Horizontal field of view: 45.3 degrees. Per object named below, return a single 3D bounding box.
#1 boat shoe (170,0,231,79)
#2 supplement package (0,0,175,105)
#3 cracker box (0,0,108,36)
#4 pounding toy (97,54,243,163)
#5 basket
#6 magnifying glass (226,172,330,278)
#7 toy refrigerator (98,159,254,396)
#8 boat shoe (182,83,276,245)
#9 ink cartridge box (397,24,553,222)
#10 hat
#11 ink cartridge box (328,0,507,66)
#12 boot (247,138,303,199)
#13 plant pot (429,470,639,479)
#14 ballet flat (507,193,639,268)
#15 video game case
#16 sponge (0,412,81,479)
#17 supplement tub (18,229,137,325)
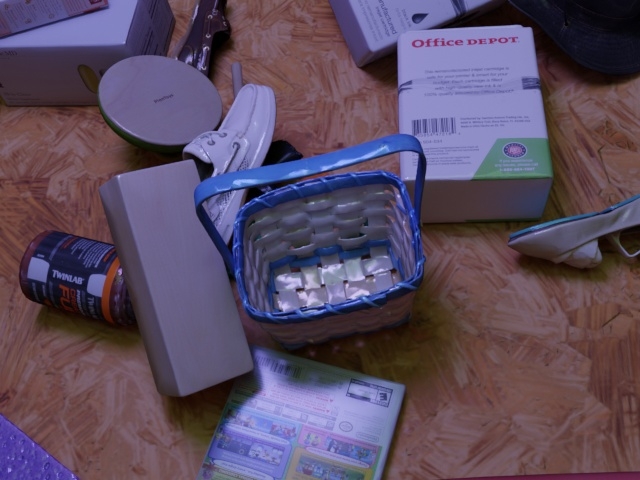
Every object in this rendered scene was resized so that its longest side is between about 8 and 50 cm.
[{"bbox_3d":[-0.186,-0.346,1.290,0.073,0.073,0.207,11,68,12],"label":"boat shoe"},{"bbox_3d":[-0.402,-0.345,1.271,0.262,0.145,0.204,1,59,8],"label":"supplement package"},{"bbox_3d":[-0.458,-0.404,1.189,0.232,0.067,0.155,-17,58,-2],"label":"cracker box"},{"bbox_3d":[-0.226,-0.183,1.185,0.237,0.110,0.183,-3,57,-24],"label":"pounding toy"},{"bbox_3d":[0.000,0.000,0.923,0.255,0.289,0.201,-11,58,-1],"label":"basket"},{"bbox_3d":[-0.079,-0.029,1.110,0.231,0.026,0.092,-40,62,-14],"label":"magnifying glass"},{"bbox_3d":[-0.180,0.047,0.948,0.102,0.094,0.269,-17,92,-32],"label":"toy refrigerator"},{"bbox_3d":[-0.142,-0.109,1.059,0.098,0.096,0.277,-11,57,54],"label":"boat shoe"},{"bbox_3d":[0.211,-0.168,1.102,0.198,0.114,0.272,-1,59,6],"label":"ink cartridge box"},{"bbox_3d":[0.431,-0.423,1.153,0.331,0.134,0.331,7,68,-18],"label":"hat"},{"bbox_3d":[0.152,-0.425,1.219,0.273,0.114,0.197,-25,94,-9],"label":"ink cartridge box"},{"bbox_3d":[-0.067,-0.098,1.115,0.099,0.045,0.121,-40,35,-17],"label":"boot"},{"bbox_3d":[0.231,0.337,0.720,0.243,0.275,0.275,-9,58,-10],"label":"plant pot"},{"bbox_3d":[0.373,-0.007,1.010,0.248,0.086,0.086,-18,58,-5],"label":"ballet flat"},{"bbox_3d":[-0.022,0.240,0.936,0.212,0.023,0.193,13,61,14],"label":"video game case"},{"bbox_3d":[-0.405,0.289,0.951,0.210,0.031,0.117,30,67,22],"label":"sponge"},{"bbox_3d":[-0.295,0.054,1.037,0.198,0.106,0.106,12,61,15],"label":"supplement tub"}]
